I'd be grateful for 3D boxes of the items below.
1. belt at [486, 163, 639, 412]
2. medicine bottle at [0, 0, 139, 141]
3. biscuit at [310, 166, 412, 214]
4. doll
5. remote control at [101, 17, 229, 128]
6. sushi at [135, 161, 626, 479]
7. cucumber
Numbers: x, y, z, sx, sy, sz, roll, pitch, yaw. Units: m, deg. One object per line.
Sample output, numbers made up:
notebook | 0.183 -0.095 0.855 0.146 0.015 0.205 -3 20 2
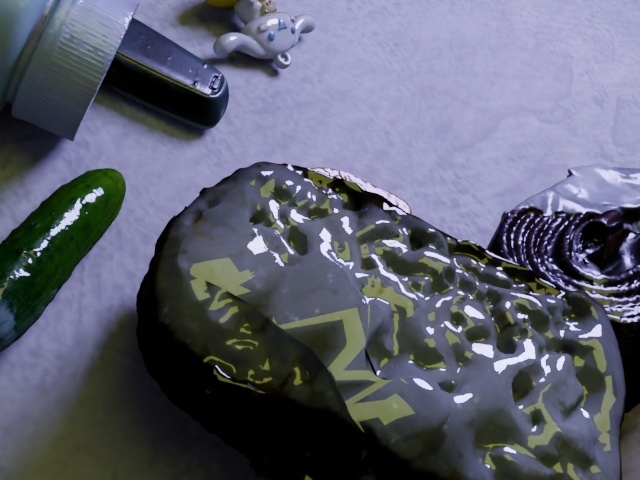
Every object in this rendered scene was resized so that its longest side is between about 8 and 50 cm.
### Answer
belt | 0.249 0.045 0.930 0.184 0.164 0.289 29 39 28
medicine bottle | -0.264 -0.175 0.769 0.225 0.139 0.139 26 45 -14
biscuit | 0.000 0.000 0.883 0.221 0.029 0.142 -15 64 -41
doll | -0.066 -0.215 1.000 0.113 0.071 0.135 47 47 -19
remote control | -0.179 -0.167 0.889 0.222 0.042 0.072 28 42 -12
sushi | 0.027 0.107 0.699 0.349 0.207 0.234 31 56 -2
cucumber | -0.199 0.015 0.721 0.056 0.056 0.250 34 43 -5
